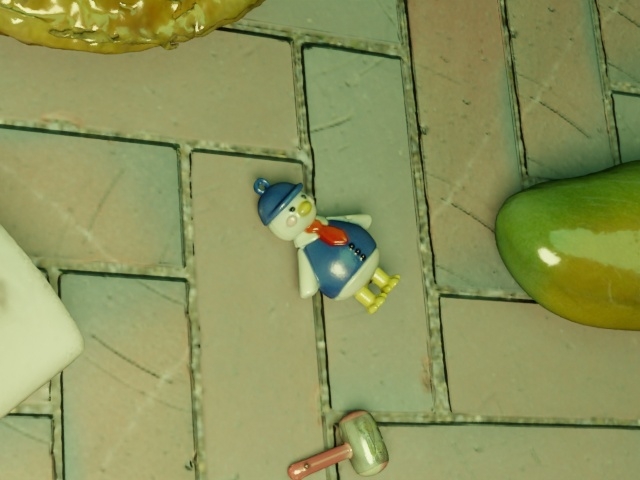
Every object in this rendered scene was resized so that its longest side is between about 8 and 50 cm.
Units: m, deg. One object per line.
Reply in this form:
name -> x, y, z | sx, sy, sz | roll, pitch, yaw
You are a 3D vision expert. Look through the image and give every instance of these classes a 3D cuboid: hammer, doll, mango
hammer -> 0.011, 0.168, 1.174 | 0.083, 0.031, 0.053 | -19, 79, -22
doll -> 0.000, 0.000, 1.213 | 0.143, 0.057, 0.099 | 43, 59, -2
mango -> 0.271, 0.005, 1.321 | 0.251, 0.114, 0.156 | -2, 80, -30

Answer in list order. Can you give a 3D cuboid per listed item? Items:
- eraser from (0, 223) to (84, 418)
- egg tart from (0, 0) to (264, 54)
eraser -> -0.311, 0.088, 0.990 | 0.174, 0.095, 0.270 | 50, 56, 0
egg tart -> -0.180, -0.361, 1.173 | 0.443, 0.178, 0.443 | 9, 69, -24
